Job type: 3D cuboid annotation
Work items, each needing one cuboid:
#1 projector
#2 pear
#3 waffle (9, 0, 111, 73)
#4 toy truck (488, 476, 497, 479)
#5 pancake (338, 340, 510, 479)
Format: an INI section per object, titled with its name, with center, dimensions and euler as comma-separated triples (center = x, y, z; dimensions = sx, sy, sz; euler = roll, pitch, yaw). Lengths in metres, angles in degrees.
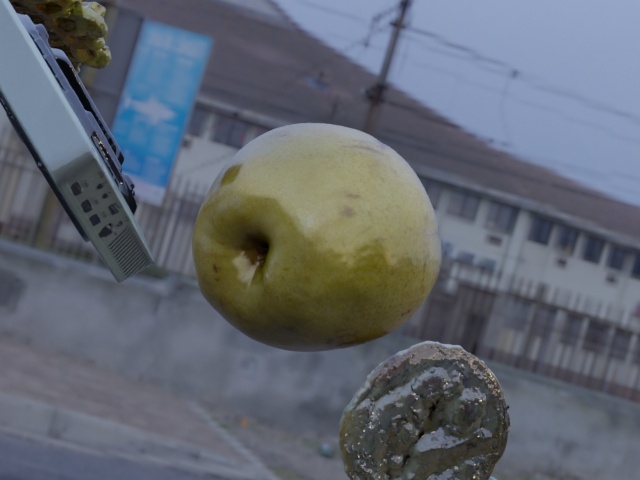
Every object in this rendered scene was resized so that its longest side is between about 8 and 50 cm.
[projector]
center = -0.256, -0.113, 1.415
dimensions = 0.259, 0.079, 0.257
euler = 57, -7, 23
[pear]
center = 0.000, 0.000, 1.805
dimensions = 0.314, 0.314, 0.314
euler = 16, -2, 1
[waffle]
center = -0.455, -0.330, 2.118
dimensions = 0.325, 0.068, 0.302
euler = 17, -22, -22
[toy truck]
center = 0.163, 0.351, 2.041
dimensions = 0.279, 0.155, 0.156
euler = 51, -2, 31
[pancake]
center = 0.083, 0.155, 1.169
dimensions = 0.158, 0.158, 0.028
euler = 17, 10, -26
